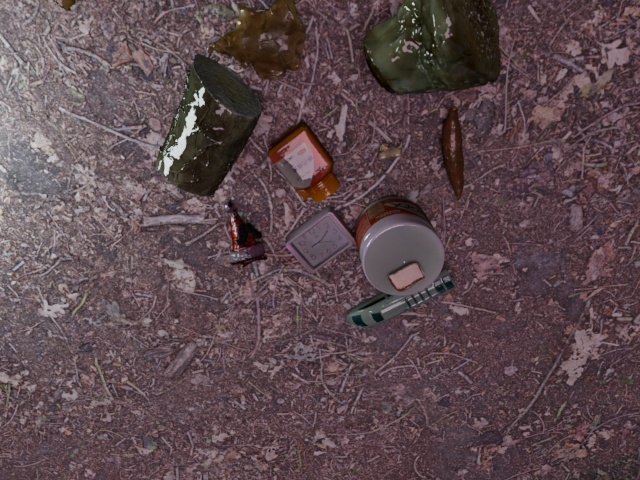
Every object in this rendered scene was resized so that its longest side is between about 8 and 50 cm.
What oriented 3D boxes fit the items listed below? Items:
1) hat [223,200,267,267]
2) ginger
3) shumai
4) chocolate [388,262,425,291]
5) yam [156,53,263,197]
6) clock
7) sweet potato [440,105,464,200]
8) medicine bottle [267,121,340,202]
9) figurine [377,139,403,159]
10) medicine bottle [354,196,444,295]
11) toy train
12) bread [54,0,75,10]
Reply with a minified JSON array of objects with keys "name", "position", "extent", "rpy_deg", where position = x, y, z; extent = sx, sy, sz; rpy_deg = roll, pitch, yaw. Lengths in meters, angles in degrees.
[{"name":"hat","position":[-0.257,-0.023,1.631],"extent":[0.140,0.129,0.227],"rpy_deg":[-23,100,-36]},{"name":"ginger","position":[-0.172,-0.548,1.373],"extent":[0.270,0.123,0.218],"rpy_deg":[-11,112,13]},{"name":"shumai","position":[0.288,-0.533,1.325],"extent":[0.323,0.397,0.324],"rpy_deg":[-14,97,37]},{"name":"chocolate","position":[0.257,0.106,1.476],"extent":[0.101,0.031,0.064],"rpy_deg":[-35,94,9]},{"name":"yam","position":[-0.325,-0.310,1.413],"extent":[0.241,0.241,0.348],"rpy_deg":[26,116,-14]},{"name":"clock","position":[0.000,0.000,1.661],"extent":[0.197,0.063,0.150],"rpy_deg":[-35,111,13]},{"name":"sweet potato","position":[0.413,-0.270,1.556],"extent":[0.072,0.066,0.314],"rpy_deg":[-6,118,8]},{"name":"medicine bottle","position":[-0.042,-0.233,1.524],"extent":[0.149,0.112,0.222],"rpy_deg":[-34,111,13]},{"name":"figurine","position":[0.219,-0.284,1.555],"extent":[0.083,0.047,0.050],"rpy_deg":[-7,100,9]},{"name":"medicine bottle","position":[0.244,0.012,1.581],"extent":[0.253,0.241,0.252],"rpy_deg":[-1,116,-2]},{"name":"toy train","position":[0.279,0.217,1.761],"extent":[0.407,0.088,0.086],"rpy_deg":[-29,113,11]},{"name":"bread","position":[-0.704,-0.694,1.298],"extent":[0.157,0.083,0.094],"rpy_deg":[37,105,-20]}]
